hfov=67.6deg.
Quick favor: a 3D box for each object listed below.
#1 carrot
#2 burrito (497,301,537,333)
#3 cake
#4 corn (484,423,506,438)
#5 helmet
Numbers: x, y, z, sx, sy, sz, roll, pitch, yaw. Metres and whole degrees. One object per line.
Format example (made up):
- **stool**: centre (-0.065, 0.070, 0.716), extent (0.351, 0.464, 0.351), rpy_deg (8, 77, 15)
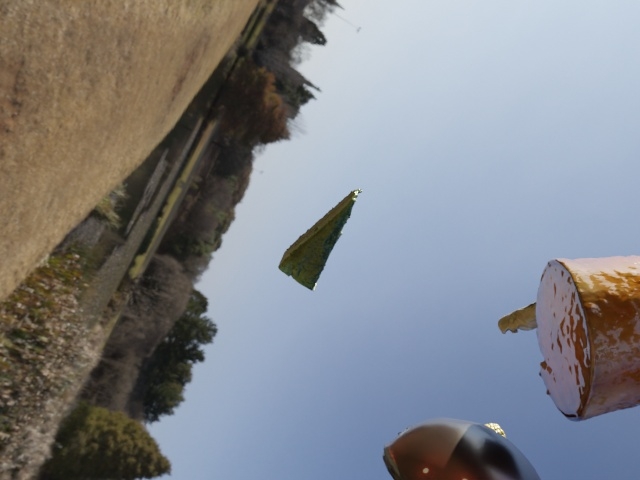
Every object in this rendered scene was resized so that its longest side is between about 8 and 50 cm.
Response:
- **carrot**: centre (0.399, 0.105, 0.547), extent (0.196, 0.255, 0.195), rpy_deg (-6, 90, -82)
- **burrito**: centre (0.388, 0.135, 0.859), extent (0.149, 0.055, 0.041), rpy_deg (-38, -139, 48)
- **cake**: centre (-0.003, -0.019, 1.040), extent (0.100, 0.099, 0.235), rpy_deg (-71, -173, -67)
- **corn**: centre (0.277, 0.424, 0.955), extent (0.067, 0.207, 0.067), rpy_deg (164, -90, -76)
- **helmet**: centre (0.165, 0.314, 0.558), extent (0.193, 0.189, 0.216), rpy_deg (-43, -118, 5)
